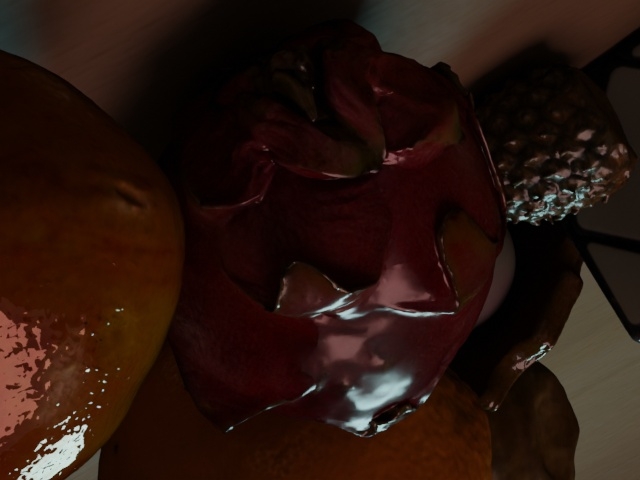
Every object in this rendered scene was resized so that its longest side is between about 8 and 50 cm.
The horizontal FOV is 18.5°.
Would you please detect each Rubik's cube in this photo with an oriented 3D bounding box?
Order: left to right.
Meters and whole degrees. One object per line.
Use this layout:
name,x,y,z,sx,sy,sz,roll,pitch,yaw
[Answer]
Rubik's cube,0.303,-0.046,1.548,0.205,0.207,0.205,-36,158,15

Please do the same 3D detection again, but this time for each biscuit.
biscuit,0.150,0.064,1.626,0.034,0.215,0.182,39,128,-22

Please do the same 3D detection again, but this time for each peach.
peach,-0.201,0.018,0.946,0.280,0.238,0.281,-9,164,-3

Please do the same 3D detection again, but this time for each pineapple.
pineapple,0.104,-0.038,1.449,0.251,0.125,0.125,-28,161,10

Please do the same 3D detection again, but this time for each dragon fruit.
dragon fruit,-0.001,0.002,1.218,0.250,0.250,0.315,-16,159,-35

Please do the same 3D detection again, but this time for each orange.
orange,-0.017,0.180,1.500,0.312,0.312,0.312,-26,160,-10

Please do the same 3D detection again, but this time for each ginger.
ginger,0.115,0.181,1.859,0.200,0.269,0.223,-15,-141,57

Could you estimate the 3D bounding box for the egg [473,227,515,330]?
egg,0.104,0.023,1.583,0.103,0.103,0.135,-19,156,-29
